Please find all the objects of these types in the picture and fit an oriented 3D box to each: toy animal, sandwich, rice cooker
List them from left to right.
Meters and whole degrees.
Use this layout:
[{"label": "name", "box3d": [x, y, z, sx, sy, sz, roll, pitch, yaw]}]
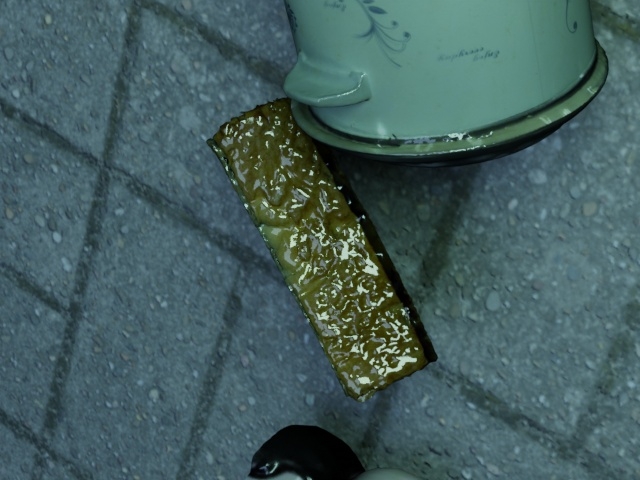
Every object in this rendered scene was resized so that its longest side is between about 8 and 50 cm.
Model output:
[{"label": "sandwich", "box3d": [-0.001, 0.001, 1.431, 0.095, 0.249, 0.273, -28, 92, -1]}, {"label": "toy animal", "box3d": [0.030, 0.303, 1.557, 0.235, 0.165, 0.187, 27, 104, 27]}, {"label": "rice cooker", "box3d": [0.092, -0.198, 1.241, 0.264, 0.316, 0.317, 23, 120, 46]}]
